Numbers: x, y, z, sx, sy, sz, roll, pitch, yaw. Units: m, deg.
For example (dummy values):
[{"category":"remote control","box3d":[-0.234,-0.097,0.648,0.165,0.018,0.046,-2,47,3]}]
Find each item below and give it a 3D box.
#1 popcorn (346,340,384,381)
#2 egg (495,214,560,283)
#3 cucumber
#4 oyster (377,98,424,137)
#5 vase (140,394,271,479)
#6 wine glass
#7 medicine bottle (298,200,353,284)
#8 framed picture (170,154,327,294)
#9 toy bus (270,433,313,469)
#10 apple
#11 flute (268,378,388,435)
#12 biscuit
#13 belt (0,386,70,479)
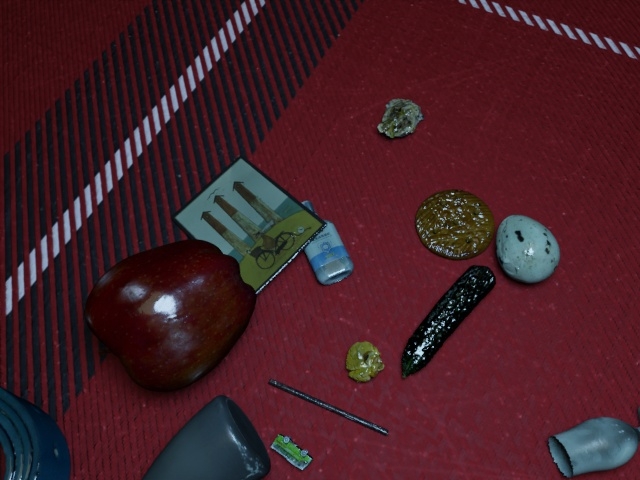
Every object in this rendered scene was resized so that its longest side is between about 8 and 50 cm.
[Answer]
[{"category":"popcorn","box3d":[0.092,0.249,1.090,0.084,0.084,0.084,-1,64,3]},{"category":"egg","box3d":[0.447,0.016,1.154,0.131,0.131,0.164,-21,54,-6]},{"category":"cucumber","box3d":[0.265,0.171,1.120,0.072,0.072,0.300,39,72,19]},{"category":"oyster","box3d":[0.211,-0.316,1.373,0.108,0.053,0.165,24,61,3]},{"category":"vase","box3d":[-0.268,0.448,0.975,0.321,0.173,0.173,-34,67,-7]},{"category":"wine glass","box3d":[0.543,0.380,0.992,0.202,0.093,0.093,-14,64,-3]},{"category":"medicine bottle","box3d":[0.000,0.000,1.229,0.090,0.053,0.208,-24,64,-4]},{"category":"framed picture","box3d":[-0.178,-0.045,1.256,0.244,0.013,0.324,-45,64,-11]},{"category":"toy bus","box3d":[-0.055,0.420,1.043,0.083,0.031,0.037,31,77,17]},{"category":"apple","box3d":[-0.299,0.147,1.061,0.317,0.288,0.288,-33,66,-20]},{"category":"flute","box3d":[0.014,0.343,1.085,0.270,0.014,0.014,20,67,12]},{"category":"biscuit","box3d":[0.320,-0.041,1.244,0.188,0.027,0.187,-2,63,3]},{"category":"belt","box3d":[-0.708,0.421,1.007,0.437,0.173,0.300,16,58,7]}]
